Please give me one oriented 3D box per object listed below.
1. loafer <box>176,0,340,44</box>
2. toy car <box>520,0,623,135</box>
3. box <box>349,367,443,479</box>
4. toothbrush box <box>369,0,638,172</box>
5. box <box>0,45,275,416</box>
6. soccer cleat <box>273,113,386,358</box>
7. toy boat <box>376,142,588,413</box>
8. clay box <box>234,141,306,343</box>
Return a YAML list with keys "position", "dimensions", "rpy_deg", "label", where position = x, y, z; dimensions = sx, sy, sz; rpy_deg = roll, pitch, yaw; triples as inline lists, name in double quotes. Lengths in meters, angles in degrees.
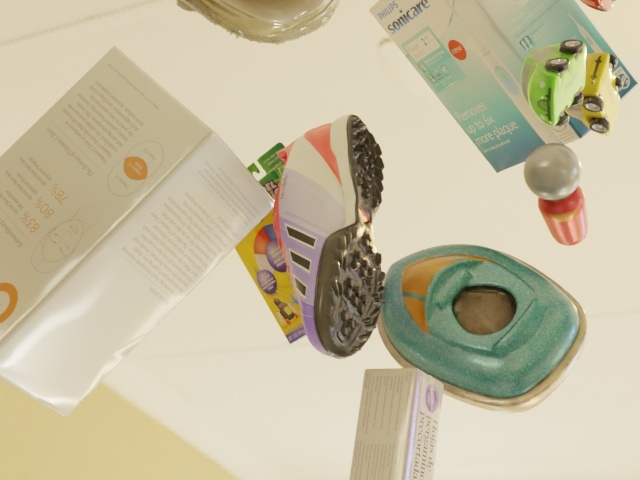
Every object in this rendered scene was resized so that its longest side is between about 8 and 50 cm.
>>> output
- position: [-0.058, -0.192, 0.771]
  dimensions: [0.102, 0.268, 0.092]
  rpy_deg: [-33, -47, -8]
  label: "loafer"
- position: [0.240, -0.181, 1.129]
  dimensions: [0.053, 0.225, 0.239]
  rpy_deg: [10, -55, 27]
  label: "toy car"
- position: [0.061, 0.284, 1.120]
  dimensions: [0.067, 0.324, 0.063]
  rpy_deg: [-6, -26, 32]
  label: "box"
- position: [0.235, -0.258, 1.542]
  dimensions: [0.295, 0.126, 0.216]
  rpy_deg: [52, -23, -7]
  label: "toothbrush box"
- position: [-0.262, -0.012, 1.333]
  dimensions: [0.215, 0.345, 0.168]
  rpy_deg: [42, -5, 36]
  label: "box"
- position: [0.000, 0.000, 1.261]
  dimensions: [0.116, 0.318, 0.108]
  rpy_deg: [-17, -44, 24]
  label: "soccer cleat"
- position: [0.207, 0.035, 1.357]
  dimensions: [0.267, 0.318, 0.148]
  rpy_deg: [24, -26, 38]
  label: "toy boat"
- position: [-0.042, 0.003, 1.448]
  dimensions: [0.127, 0.053, 0.222]
  rpy_deg: [-35, -96, 40]
  label: "clay box"
